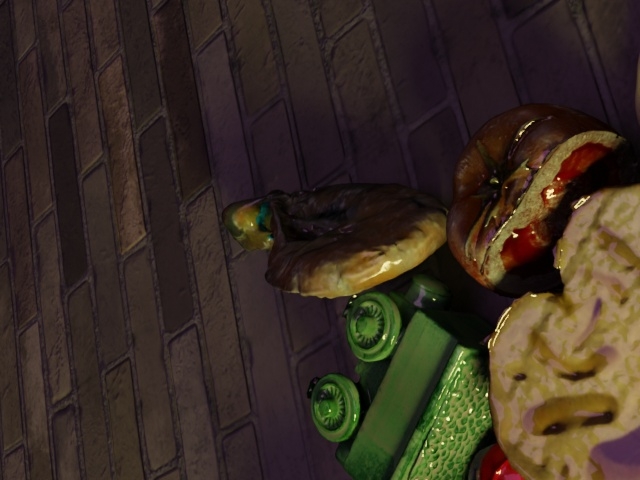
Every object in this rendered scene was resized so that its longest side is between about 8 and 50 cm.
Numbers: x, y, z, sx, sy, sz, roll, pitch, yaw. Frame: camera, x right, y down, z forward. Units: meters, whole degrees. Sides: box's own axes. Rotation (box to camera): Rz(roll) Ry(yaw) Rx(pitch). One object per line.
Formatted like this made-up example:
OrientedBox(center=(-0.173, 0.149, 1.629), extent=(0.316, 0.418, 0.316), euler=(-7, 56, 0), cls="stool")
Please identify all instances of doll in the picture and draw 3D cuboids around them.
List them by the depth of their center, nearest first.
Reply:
OrientedBox(center=(0.223, 0.248, 1.244), extent=(0.104, 0.062, 0.195), euler=(37, 102, 28), cls="doll")

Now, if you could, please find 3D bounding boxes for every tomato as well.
OrientedBox(center=(0.222, -0.059, 1.225), extent=(0.214, 0.180, 0.155), euler=(-58, 40, 18), cls="tomato")

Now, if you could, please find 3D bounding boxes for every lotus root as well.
OrientedBox(center=(0.346, 0.121, 1.076), extent=(0.390, 0.111, 0.375), euler=(-50, 52, 21), cls="lotus root")

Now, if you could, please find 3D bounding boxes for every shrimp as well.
OrientedBox(center=(0.000, 0.000, 1.473), extent=(0.445, 0.221, 0.110), euler=(8, 129, 59), cls="shrimp")

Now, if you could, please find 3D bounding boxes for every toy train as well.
OrientedBox(center=(0.105, 0.180, 1.330), extent=(0.202, 0.145, 0.266), euler=(39, 111, 43), cls="toy train")

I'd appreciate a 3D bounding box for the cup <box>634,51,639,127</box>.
OrientedBox(center=(0.377, -0.180, 1.067), extent=(0.255, 0.173, 0.202), euler=(-12, 72, 47), cls="cup")
